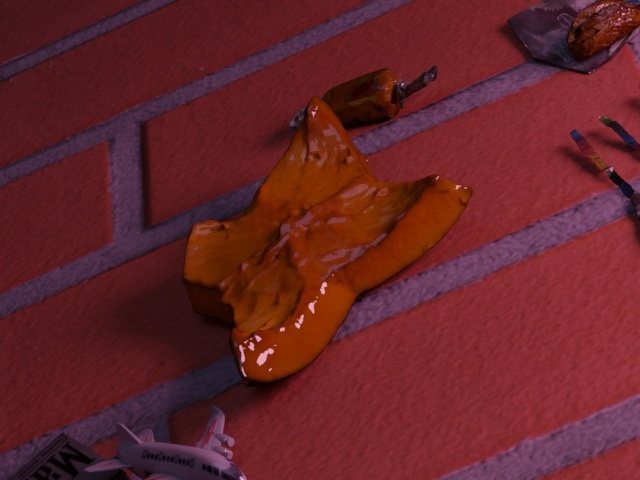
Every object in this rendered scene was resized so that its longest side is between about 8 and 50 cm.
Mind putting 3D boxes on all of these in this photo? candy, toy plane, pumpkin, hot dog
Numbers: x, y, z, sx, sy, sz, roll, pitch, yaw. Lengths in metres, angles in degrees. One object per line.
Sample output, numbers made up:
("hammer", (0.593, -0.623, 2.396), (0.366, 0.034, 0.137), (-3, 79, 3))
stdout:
("candy", (0.050, -0.149, 2.035), (0.182, 0.046, 0.053), (-16, 37, 29))
("toy plane", (-0.122, 0.197, 1.645), (0.171, 0.065, 0.162), (17, 37, 40))
("pumpkin", (-0.023, 0.006, 1.823), (0.290, 0.095, 0.258), (-42, 38, -15))
("hot dog", (0.287, -0.217, 1.940), (0.083, 0.035, 0.058), (-31, 30, -1))

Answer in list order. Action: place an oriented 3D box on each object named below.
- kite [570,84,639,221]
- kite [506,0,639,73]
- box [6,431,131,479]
("kite", (0.323, -0.063, 1.730), (0.152, 0.015, 0.285), (-28, 34, -5))
("kite", (0.352, -0.271, 2.008), (0.310, 0.015, 0.169), (-32, 33, -4))
("box", (-0.263, 0.252, 1.713), (0.177, 0.036, 0.115), (-41, 34, -21))
